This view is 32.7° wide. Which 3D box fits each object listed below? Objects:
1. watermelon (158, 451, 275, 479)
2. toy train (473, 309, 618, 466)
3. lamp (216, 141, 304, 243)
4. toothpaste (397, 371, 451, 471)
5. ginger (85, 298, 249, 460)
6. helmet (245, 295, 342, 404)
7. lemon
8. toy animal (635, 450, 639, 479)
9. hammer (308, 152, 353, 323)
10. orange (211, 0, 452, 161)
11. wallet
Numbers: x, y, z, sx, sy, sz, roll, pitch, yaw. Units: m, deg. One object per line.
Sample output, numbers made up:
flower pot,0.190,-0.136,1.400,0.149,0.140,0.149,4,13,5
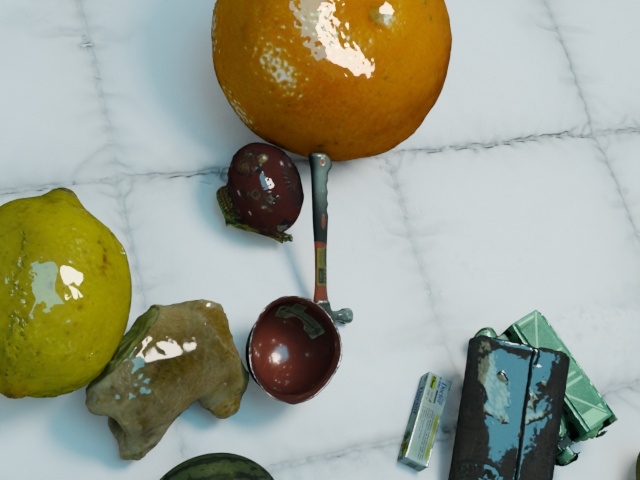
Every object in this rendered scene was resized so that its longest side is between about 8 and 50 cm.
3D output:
watermelon,-0.148,0.401,1.515,0.212,0.212,0.212,10,63,-20
toy train,0.368,0.255,1.872,0.154,0.115,0.269,-25,73,-32
lamp,-0.103,-0.082,1.806,0.135,0.156,0.157,-14,54,16
toothpaste,0.173,0.299,1.804,0.046,0.034,0.164,26,59,-10
ginger,-0.218,0.205,1.624,0.221,0.130,0.276,41,66,-26
helmet,-0.059,0.183,1.713,0.155,0.106,0.175,25,60,-19
lemon,-0.393,0.074,1.528,0.258,0.258,0.310,13,71,-18
toy animal,0.590,0.491,1.812,0.181,0.180,0.363,24,58,-5
hammer,0.000,0.000,1.795,0.111,0.033,0.288,-3,96,-26
orange,0.012,-0.336,1.861,0.424,0.326,0.424,3,84,-28
wallet,0.302,0.323,1.766,0.170,0.044,0.321,10,81,2
